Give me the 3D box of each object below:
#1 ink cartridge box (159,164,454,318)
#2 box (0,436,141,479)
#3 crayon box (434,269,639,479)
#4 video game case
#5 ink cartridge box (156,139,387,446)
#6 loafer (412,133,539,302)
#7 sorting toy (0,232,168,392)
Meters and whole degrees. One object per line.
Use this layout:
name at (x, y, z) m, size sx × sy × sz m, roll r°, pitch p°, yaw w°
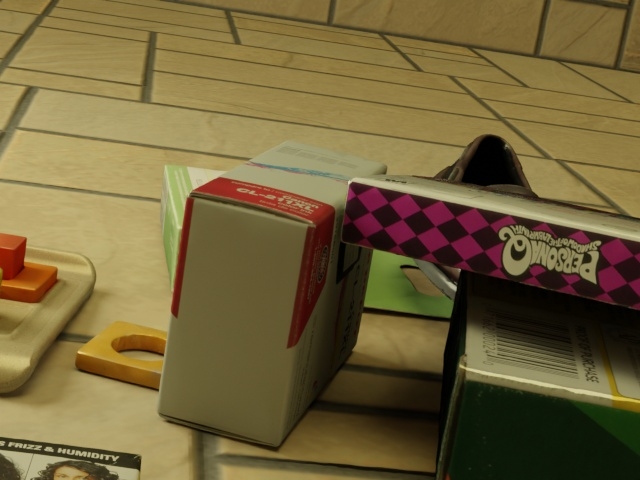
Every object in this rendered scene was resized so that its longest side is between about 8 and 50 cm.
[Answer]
ink cartridge box at (0.000, 0.000, 0.945) m, size 0.235 × 0.056 × 0.171 m, roll 5°, pitch 17°, yaw -12°
box at (-0.108, 0.138, 0.396) m, size 0.087 × 0.058 × 0.232 m, roll 9°, pitch 16°, yaw -6°
crayon box at (0.226, 0.099, 0.685) m, size 0.319 × 0.081 × 0.202 m, roll 11°, pitch 16°, yaw 5°
video game case at (0.155, 0.004, 0.712) m, size 0.232 × 0.041 × 0.210 m, roll 13°, pitch 7°, yaw 21°
ink cartridge box at (-0.022, 0.022, 0.719) m, size 0.072 × 0.127 × 0.175 m, roll 13°, pitch 17°, yaw 13°
loafer at (0.127, -0.019, 0.969) m, size 0.109 × 0.095 × 0.302 m, roll 28°, pitch 13°, yaw -8°
sorting toy at (-0.235, 0.021, 0.743) m, size 0.348 × 0.047 × 0.196 m, roll 10°, pitch 16°, yaw -2°
